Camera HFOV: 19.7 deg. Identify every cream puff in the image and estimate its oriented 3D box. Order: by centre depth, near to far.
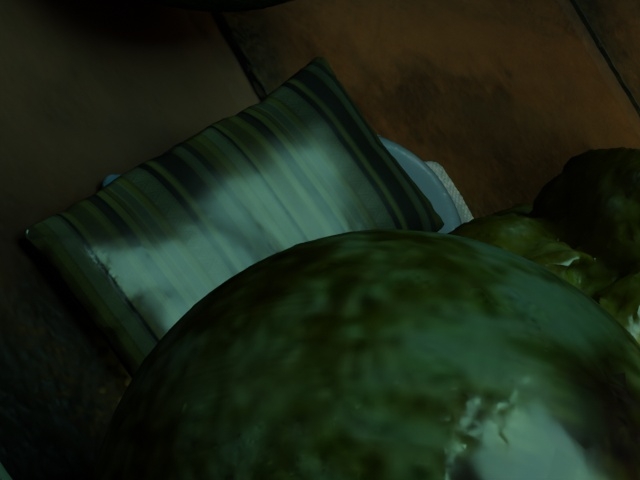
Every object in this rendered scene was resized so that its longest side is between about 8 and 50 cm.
[{"bbox_3d":[0.140,0.064,0.915,0.196,0.244,0.244,57,31,7],"label":"cream puff"}]

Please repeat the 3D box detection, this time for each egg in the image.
[{"bbox_3d":[0.037,0.138,0.705,0.238,0.238,0.289,-35,111,-59],"label":"egg"}]

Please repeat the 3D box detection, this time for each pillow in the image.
[{"bbox_3d":[-0.036,-0.004,0.883,0.203,0.038,0.113,-33,84,-37],"label":"pillow"}]

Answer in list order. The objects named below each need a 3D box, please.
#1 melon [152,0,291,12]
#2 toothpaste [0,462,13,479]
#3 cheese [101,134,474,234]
[{"bbox_3d":[-0.040,-0.216,0.999,0.182,0.182,0.288,56,32,3],"label":"melon"},{"bbox_3d":[-0.165,0.056,0.701,0.233,0.038,0.060,55,27,7],"label":"toothpaste"},{"bbox_3d":[0.000,0.000,0.961,0.245,0.052,0.135,-14,69,-46],"label":"cheese"}]
